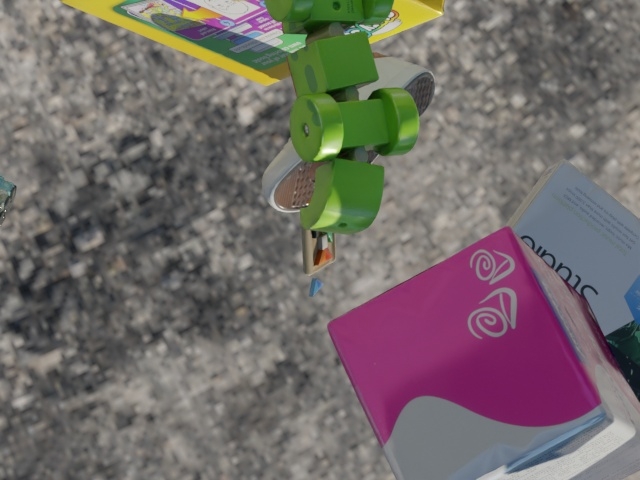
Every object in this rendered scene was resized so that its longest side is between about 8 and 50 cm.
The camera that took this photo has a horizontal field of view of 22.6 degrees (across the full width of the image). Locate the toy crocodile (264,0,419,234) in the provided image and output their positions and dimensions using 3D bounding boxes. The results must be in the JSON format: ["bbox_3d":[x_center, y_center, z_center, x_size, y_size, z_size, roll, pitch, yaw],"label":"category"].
[{"bbox_3d":[0.009,-0.175,1.537,0.115,0.340,0.105,-8,178,-30],"label":"toy crocodile"}]

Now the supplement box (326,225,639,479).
[{"bbox_3d":[0.104,0.085,0.880,0.114,0.111,0.220,-30,160,13],"label":"supplement box"}]

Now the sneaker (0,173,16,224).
[{"bbox_3d":[-0.387,0.033,1.418,0.122,0.110,0.283,34,103,-7],"label":"sneaker"}]

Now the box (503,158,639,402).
[{"bbox_3d":[0.244,0.109,1.653,0.322,0.232,0.058,-53,-178,-13],"label":"box"}]

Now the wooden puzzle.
[{"bbox_3d":[0.000,0.000,1.861,0.078,0.014,0.116,-37,126,-57],"label":"wooden puzzle"}]

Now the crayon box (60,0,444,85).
[{"bbox_3d":[-0.080,-0.313,1.862,0.313,0.106,0.363,18,162,-33],"label":"crayon box"}]

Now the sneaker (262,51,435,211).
[{"bbox_3d":[0.011,-0.143,2.054,0.290,0.123,0.106,-39,142,-29],"label":"sneaker"}]
